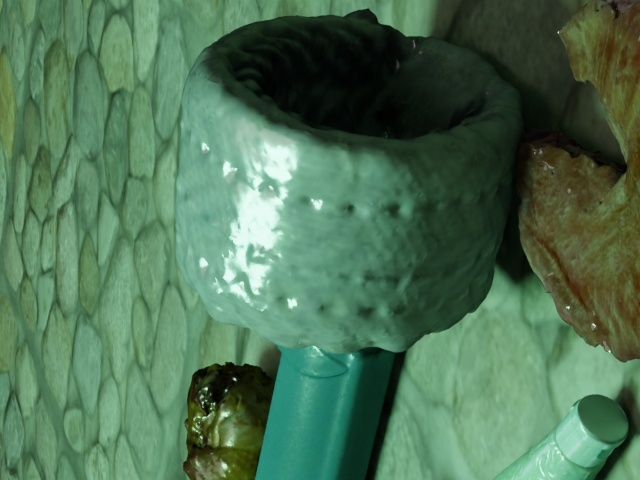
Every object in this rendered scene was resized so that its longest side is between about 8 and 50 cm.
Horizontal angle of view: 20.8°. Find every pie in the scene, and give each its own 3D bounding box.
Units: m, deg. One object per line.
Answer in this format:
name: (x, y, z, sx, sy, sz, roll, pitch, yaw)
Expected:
pie: (0.177, -0.036, 0.981, 0.204, 0.054, 0.218, -128, 42, -53)

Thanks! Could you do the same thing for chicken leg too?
chicken leg: (-0.078, 0.211, 1.470, 0.107, 0.087, 0.251, 113, 165, -57)

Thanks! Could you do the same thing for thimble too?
thimble: (0.017, -0.041, 1.133, 0.245, 0.217, 0.157, -66, -12, -63)

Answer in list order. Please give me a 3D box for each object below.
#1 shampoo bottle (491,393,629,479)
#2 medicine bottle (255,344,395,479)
shampoo bottle: (0.138, 0.161, 1.102, 0.190, 0.041, 0.069, 119, 146, -49)
medicine bottle: (-0.009, 0.137, 1.371, 0.124, 0.079, 0.258, 33, 126, 36)
